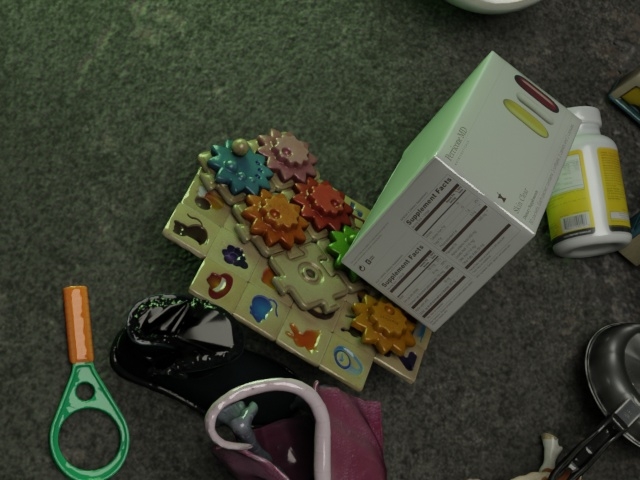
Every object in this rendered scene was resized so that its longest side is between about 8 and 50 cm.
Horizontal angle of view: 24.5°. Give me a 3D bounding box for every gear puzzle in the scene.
[{"bbox_3d":[0.000,0.000,1.752,0.175,0.044,0.339,-18,65,-43],"label":"gear puzzle"}]

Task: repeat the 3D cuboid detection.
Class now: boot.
[{"bbox_3d":[-0.115,0.141,1.670,0.247,0.207,0.094,20,73,-11],"label":"boot"}]

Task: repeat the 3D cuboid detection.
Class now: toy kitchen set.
[{"bbox_3d":[0.426,-0.106,1.960,0.166,0.122,0.207,39,49,-4],"label":"toy kitchen set"}]

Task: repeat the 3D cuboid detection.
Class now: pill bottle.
[{"bbox_3d":[0.340,-0.076,1.914,0.103,0.103,0.184,-3,77,-17],"label":"pill bottle"}]

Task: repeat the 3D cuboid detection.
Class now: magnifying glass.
[{"bbox_3d":[-0.276,0.168,1.717,0.092,0.026,0.231,-4,79,-17],"label":"magnifying glass"}]

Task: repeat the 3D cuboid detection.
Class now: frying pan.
[{"bbox_3d":[0.373,0.189,1.836,0.326,0.053,0.197,-6,59,-35],"label":"frying pan"}]

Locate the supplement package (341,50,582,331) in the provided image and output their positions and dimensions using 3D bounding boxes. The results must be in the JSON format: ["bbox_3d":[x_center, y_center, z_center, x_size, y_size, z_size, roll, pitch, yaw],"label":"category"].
[{"bbox_3d":[0.171,-0.062,1.755,0.145,0.204,0.262,37,40,-5],"label":"supplement package"}]

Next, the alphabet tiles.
[{"bbox_3d":[-0.013,0.028,1.762,0.343,0.011,0.285,31,41,-7],"label":"alphabet tiles"}]

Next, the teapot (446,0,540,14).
[{"bbox_3d":[0.210,-0.422,1.927,0.256,0.187,0.252,37,99,-23],"label":"teapot"}]

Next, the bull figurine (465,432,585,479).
[{"bbox_3d":[0.310,0.347,1.799,0.310,0.101,0.188,33,67,-7],"label":"bull figurine"}]

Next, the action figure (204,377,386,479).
[{"bbox_3d":[0.038,0.329,1.614,0.248,0.275,0.370,-20,72,-7],"label":"action figure"}]
